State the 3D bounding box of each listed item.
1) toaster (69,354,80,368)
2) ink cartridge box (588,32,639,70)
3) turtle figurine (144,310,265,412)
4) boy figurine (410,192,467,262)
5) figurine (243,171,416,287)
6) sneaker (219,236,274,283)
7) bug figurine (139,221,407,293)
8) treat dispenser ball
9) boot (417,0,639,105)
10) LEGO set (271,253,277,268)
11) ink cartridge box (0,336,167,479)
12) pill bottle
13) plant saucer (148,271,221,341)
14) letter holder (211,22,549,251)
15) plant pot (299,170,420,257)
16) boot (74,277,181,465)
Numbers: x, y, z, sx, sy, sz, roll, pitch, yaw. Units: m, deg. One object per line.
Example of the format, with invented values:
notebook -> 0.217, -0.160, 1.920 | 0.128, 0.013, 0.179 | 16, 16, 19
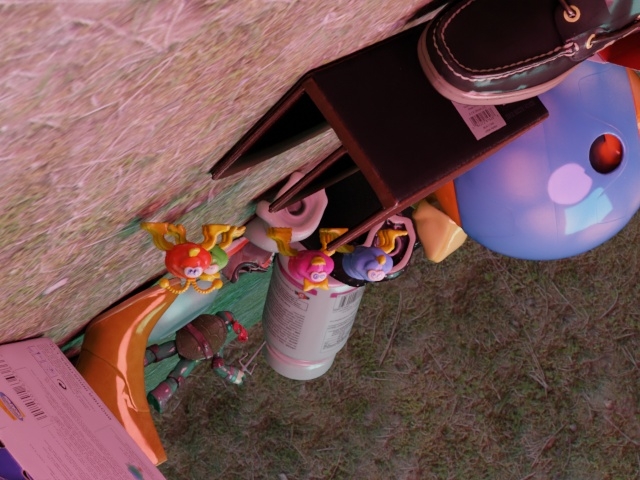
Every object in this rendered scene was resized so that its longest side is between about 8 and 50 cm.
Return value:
toaster -> -0.362, 0.261, 1.918 | 0.146, 0.129, 0.227 | -31, -164, -11
ink cartridge box -> 0.354, -0.260, 1.457 | 0.181, 0.056, 0.225 | -30, -152, -20
turtle figurine -> -0.218, 0.184, 2.256 | 0.234, 0.175, 0.118 | -33, 149, -26
boy figurine -> 0.169, -0.092, 1.801 | 0.285, 0.177, 0.092 | -72, -173, -45
figurine -> 0.000, 0.000, 1.802 | 0.209, 0.215, 0.092 | 138, -26, -71
sneaker -> -0.092, 0.018, 1.962 | 0.158, 0.065, 0.061 | -32, 174, -31
bug figurine -> -0.057, 0.020, 1.405 | 0.279, 0.072, 0.216 | 1, 180, -12
treat dispenser ball -> 0.270, -0.118, 1.615 | 0.288, 0.288, 0.288 | -35, 175, -3
boot -> 0.285, -0.283, 1.256 | 0.378, 0.138, 0.284 | -22, 165, -19
LEGO set -> -0.071, 0.022, 2.437 | 0.083, 0.023, 0.054 | -51, 176, 13
ink cartridge box -> -0.335, 0.257, 1.421 | 0.151, 0.270, 0.395 | -41, 174, 5
pill bottle -> -0.015, 0.108, 2.287 | 0.160, 0.160, 0.283 | -32, 152, -36
plant saucer -> -0.233, 0.119, 2.157 | 0.195, 0.037, 0.195 | -34, 175, -4
letter holder -> 0.060, -0.100, 1.395 | 0.302, 0.152, 0.214 | -30, 175, -46
plant pot -> 0.075, -0.040, 1.964 | 0.187, 0.167, 0.188 | -38, 173, 25
boot -> -0.262, 0.207, 1.780 | 0.295, 0.211, 0.104 | -35, 176, -1
